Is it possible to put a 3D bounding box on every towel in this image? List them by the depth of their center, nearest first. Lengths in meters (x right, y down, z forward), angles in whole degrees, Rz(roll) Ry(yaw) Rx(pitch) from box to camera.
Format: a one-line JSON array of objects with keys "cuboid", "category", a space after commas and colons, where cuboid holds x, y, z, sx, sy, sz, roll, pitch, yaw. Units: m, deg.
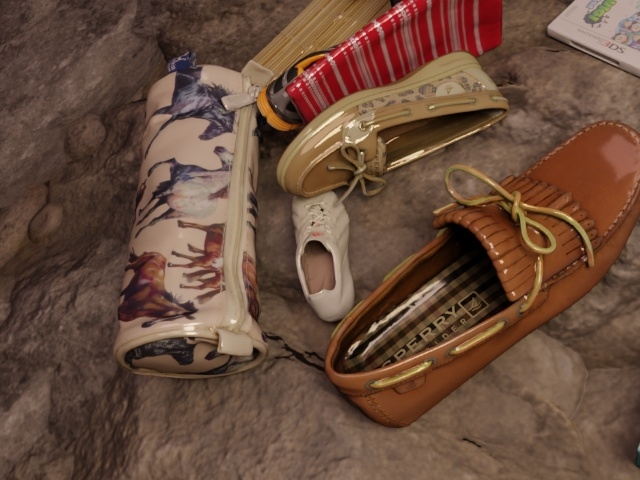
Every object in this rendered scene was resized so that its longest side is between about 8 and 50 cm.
[{"cuboid": [0.097, -0.209, 0.782, 0.275, 0.199, 0.031, -35, 71, 2], "category": "towel"}]

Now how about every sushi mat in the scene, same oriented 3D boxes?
[{"cuboid": [0.032, -0.333, 0.991, 0.316, 0.019, 0.151, -47, 52, -8], "category": "sushi mat"}]

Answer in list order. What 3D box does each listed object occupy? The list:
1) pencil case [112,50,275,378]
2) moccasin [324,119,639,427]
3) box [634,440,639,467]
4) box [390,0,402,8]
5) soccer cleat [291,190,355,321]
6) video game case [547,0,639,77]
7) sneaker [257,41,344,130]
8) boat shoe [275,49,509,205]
[{"cuboid": [-0.139, -0.030, 0.791, 0.183, 0.160, 0.410, -38, 43, 41], "category": "pencil case"}, {"cuboid": [0.159, 0.016, 0.639, 0.380, 0.147, 0.139, -36, 53, 1], "category": "moccasin"}, {"cuboid": [0.355, 0.092, 0.557, 0.101, 0.060, 0.244, 19, 70, 32], "category": "box"}, {"cuboid": [0.128, -0.347, 0.855, 0.093, 0.158, 0.156, -12, 62, 10], "category": "box"}, {"cuboid": [0.000, 0.000, 0.766, 0.068, 0.076, 0.196, -20, 54, 12], "category": "soccer cleat"}, {"cuboid": [0.380, -0.276, 0.797, 0.157, 0.019, 0.143, -43, 53, -5], "category": "video game case"}, {"cuboid": [0.019, -0.206, 0.838, 0.215, 0.084, 0.083, -41, 4, -38], "category": "sneaker"}, {"cuboid": [0.083, -0.123, 0.776, 0.285, 0.104, 0.089, -31, 65, -7], "category": "boat shoe"}]
